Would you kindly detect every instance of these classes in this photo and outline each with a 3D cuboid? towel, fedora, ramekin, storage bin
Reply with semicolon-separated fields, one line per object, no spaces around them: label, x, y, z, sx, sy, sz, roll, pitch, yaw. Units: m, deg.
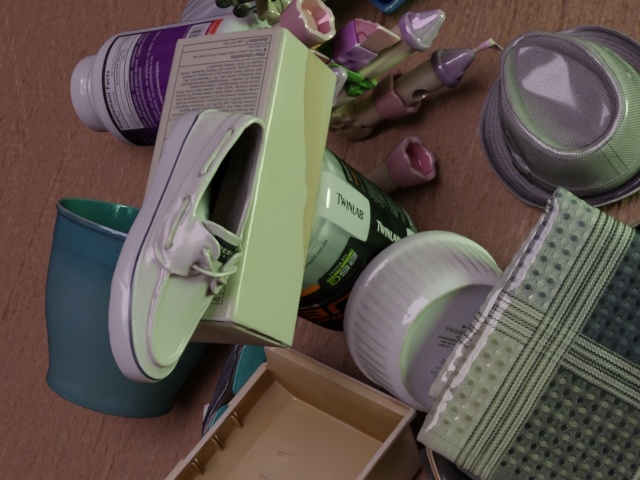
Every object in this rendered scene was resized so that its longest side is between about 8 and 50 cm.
towel;0.303;0.155;1.130;0.312;0.056;0.324;30;94;2
fedora;0.299;-0.171;1.295;0.244;0.124;0.275;-34;58;16
ramekin;0.142;0.102;1.214;0.207;0.207;0.109;-52;31;4
storage bin;-0.050;0.283;1.276;0.260;0.123;0.262;22;60;35

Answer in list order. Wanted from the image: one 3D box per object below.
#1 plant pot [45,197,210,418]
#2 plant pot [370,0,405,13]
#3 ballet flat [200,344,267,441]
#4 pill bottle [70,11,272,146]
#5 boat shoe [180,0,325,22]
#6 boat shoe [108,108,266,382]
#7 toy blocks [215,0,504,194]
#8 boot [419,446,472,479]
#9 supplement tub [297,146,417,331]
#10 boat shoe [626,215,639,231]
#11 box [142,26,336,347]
plant pot;-0.260;0.100;1.462;0.272;0.272;0.255;20;98;35
plant pot;0.082;-0.480;1.489;0.236;0.212;0.236;-44;56;9
ballet flat;-0.120;0.218;1.441;0.074;0.074;0.203;16;86;34
pill bottle;-0.218;-0.238;1.597;0.323;0.181;0.181;-2;71;31
boat shoe;-0.100;-0.361;1.606;0.335;0.119;0.121;0;63;56
boat shoe;-0.113;0.003;0.966;0.088;0.096;0.267;4;66;34
toy blocks;0.048;-0.249;1.359;0.260;0.289;0.308;-30;55;37
boot;0.216;0.295;1.209;0.137;0.077;0.198;-36;71;10
supplement tub;0.000;0.000;1.293;0.194;0.316;0.193;-11;68;28
boat shoe;0.314;0.078;1.204;0.113;0.103;0.302;40;96;33
box;-0.092;-0.053;1.099;0.148;0.121;0.311;2;74;31
